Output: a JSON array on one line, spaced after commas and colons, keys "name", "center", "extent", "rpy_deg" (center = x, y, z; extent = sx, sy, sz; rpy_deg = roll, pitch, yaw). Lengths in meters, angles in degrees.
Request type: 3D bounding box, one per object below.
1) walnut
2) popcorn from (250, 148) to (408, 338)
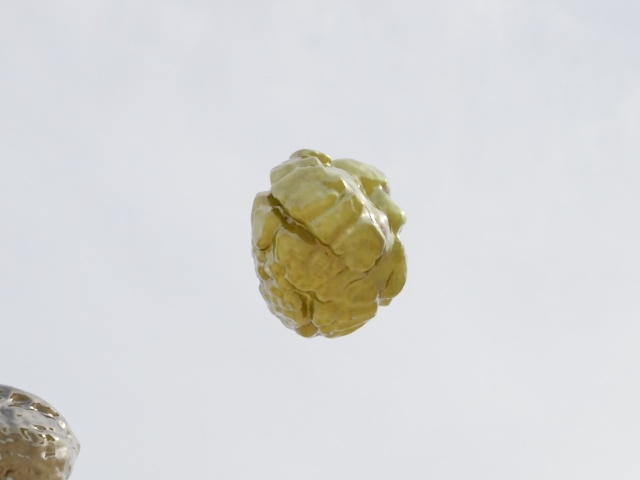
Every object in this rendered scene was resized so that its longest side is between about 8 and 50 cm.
[{"name": "walnut", "center": [-0.369, 0.233, 1.295], "extent": [0.230, 0.178, 0.178], "rpy_deg": [-2, -49, -30]}, {"name": "popcorn", "center": [0.000, 0.000, 1.412], "extent": [0.200, 0.203, 0.226], "rpy_deg": [-43, -55, 17]}]
